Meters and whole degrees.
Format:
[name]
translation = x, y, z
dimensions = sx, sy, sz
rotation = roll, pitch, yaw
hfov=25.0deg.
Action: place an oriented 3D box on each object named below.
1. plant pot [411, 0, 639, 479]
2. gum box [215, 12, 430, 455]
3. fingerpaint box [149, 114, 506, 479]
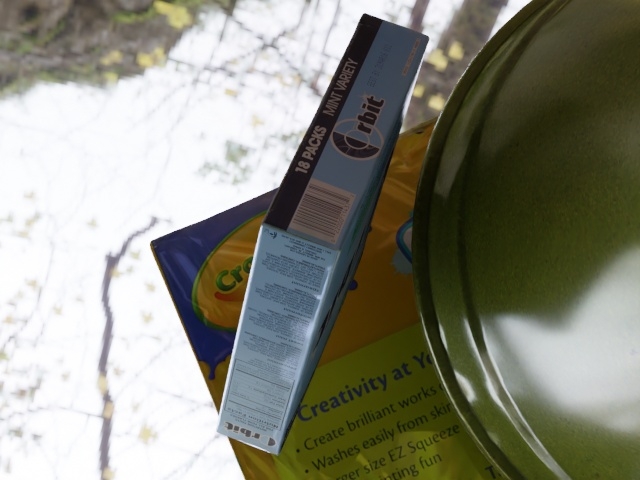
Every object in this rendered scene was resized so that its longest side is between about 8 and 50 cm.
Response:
[plant pot]
translation = 0.253, -0.012, 0.657
dimensions = 0.366, 0.353, 0.366
rotation = 1, -96, -7
[gum box]
translation = 0.000, 0.000, 0.760
dimensions = 0.041, 0.184, 0.157
rotation = 21, -130, 3
[fingerpaint box]
translation = 0.166, 0.090, 0.965
dimensions = 0.445, 0.163, 0.371
rotation = -24, -105, -1
